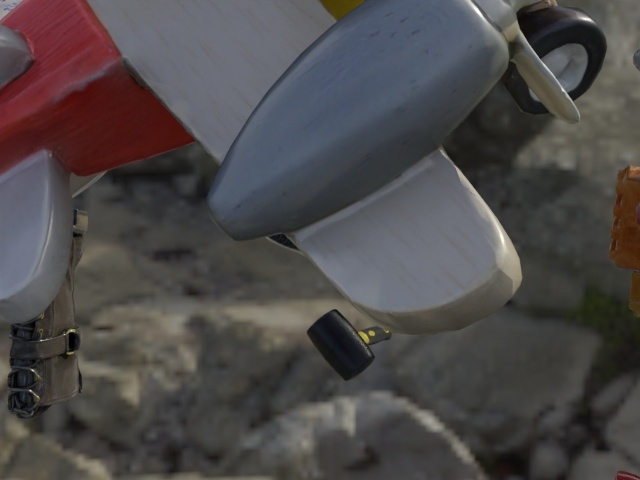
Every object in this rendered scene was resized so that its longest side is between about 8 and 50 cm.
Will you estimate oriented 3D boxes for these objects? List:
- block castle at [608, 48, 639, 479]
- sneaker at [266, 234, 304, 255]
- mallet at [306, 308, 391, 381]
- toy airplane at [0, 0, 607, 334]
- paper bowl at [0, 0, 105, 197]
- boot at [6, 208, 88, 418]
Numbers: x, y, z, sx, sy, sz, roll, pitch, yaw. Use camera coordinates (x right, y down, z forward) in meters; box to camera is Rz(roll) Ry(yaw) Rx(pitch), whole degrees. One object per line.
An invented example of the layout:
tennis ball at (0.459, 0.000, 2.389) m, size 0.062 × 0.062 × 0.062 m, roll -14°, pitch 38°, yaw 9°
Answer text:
block castle at (0.348, 0.052, 1.796) m, size 0.213 × 0.453 × 0.303 m, roll 11°, pitch 36°, yaw 16°
sneaker at (0.000, 0.000, 1.845) m, size 0.161 × 0.075 × 0.057 m, roll 24°, pitch 74°, yaw 10°
mallet at (0.031, 0.085, 1.848) m, size 0.062 × 0.039 × 0.190 m, roll 49°, pitch 12°, yaw 2°
toy airplane at (-0.053, -0.142, 0.903) m, size 0.386 × 0.272 × 0.384 m, roll 12°, pitch 49°, yaw 15°
paper bowl at (-0.270, -0.092, 1.545) m, size 0.284 × 0.148 × 0.284 m, roll -26°, pitch -7°, yaw -4°
boot at (-0.313, 0.078, 2.121) m, size 0.091 × 0.229 × 0.263 m, roll 2°, pitch 1°, yaw 21°
